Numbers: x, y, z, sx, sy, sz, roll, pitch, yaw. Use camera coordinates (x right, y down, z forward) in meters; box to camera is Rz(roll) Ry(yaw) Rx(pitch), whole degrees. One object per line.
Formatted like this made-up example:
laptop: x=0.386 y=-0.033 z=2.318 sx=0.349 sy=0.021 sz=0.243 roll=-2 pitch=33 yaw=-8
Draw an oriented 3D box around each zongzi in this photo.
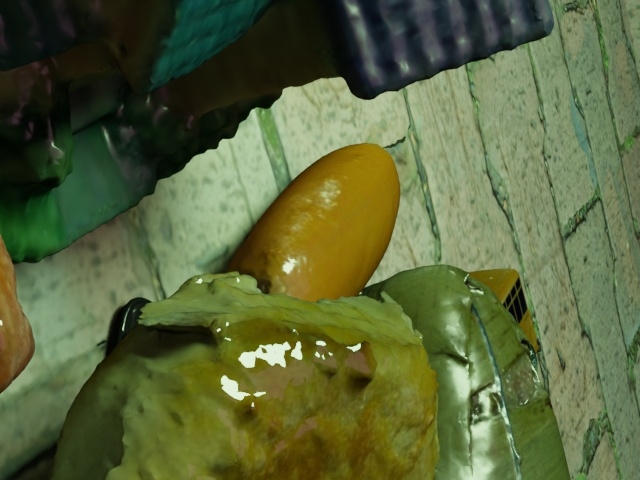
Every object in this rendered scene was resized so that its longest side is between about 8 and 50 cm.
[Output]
zongzi: x=0.043 y=0.208 z=0.817 sx=0.393 sy=0.174 sz=0.356 roll=-11 pitch=86 yaw=-52

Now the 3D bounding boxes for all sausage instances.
sausage: x=0.000 y=0.000 z=0.851 sx=0.238 sy=0.098 sz=0.098 roll=-50 pitch=127 yaw=-55

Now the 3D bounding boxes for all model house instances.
model house: x=-0.036 y=-0.150 z=0.565 sx=0.312 sy=0.280 sz=0.245 roll=-46 pitch=123 yaw=-63

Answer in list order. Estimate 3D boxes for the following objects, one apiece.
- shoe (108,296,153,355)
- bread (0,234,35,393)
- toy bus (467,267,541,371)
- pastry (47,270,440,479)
shoe: x=-0.091 y=0.111 z=0.677 sx=0.062 sy=0.053 sz=0.159 roll=33 pitch=56 yaw=-53
bread: x=-0.208 y=-0.011 z=0.385 sx=0.190 sy=0.123 sz=0.244 roll=-43 pitch=116 yaw=-41
toy bus: x=0.130 y=0.105 z=1.075 sx=0.201 sy=0.098 sz=0.114 roll=-42 pitch=119 yaw=-60
pastry: x=-0.043 y=0.138 z=0.619 sx=0.257 sy=0.121 sz=0.235 roll=5 pitch=103 yaw=-49
